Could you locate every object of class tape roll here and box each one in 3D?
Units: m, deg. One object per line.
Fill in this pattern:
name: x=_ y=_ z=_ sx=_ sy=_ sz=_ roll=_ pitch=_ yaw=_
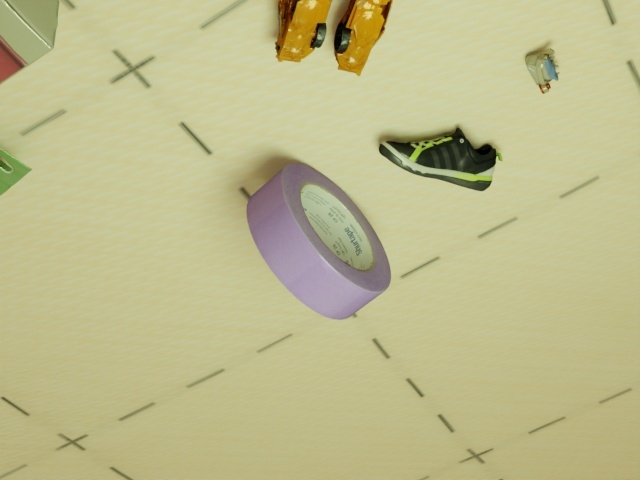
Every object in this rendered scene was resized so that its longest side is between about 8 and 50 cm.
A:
tape roll: x=0.000 y=0.000 z=1.659 sx=0.090 sy=0.274 sz=0.275 roll=-40 pitch=128 yaw=24

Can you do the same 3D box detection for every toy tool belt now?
toy tool belt: x=0.385 y=-0.288 z=1.623 sx=0.051 sy=0.052 sz=0.083 roll=-24 pitch=134 yaw=22

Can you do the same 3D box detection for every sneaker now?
sneaker: x=0.215 y=-0.161 z=1.707 sx=0.235 sy=0.084 sz=0.097 roll=13 pitch=105 yaw=-23

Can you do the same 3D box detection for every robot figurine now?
robot figurine: x=0.034 y=-0.391 z=1.434 sx=0.211 sy=0.085 sz=0.291 roll=7 pitch=131 yaw=-18

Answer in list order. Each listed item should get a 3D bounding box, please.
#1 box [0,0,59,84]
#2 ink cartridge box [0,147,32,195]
box: x=-0.507 y=-0.295 z=1.372 sx=0.232 sy=0.148 sz=0.127 roll=-30 pitch=130 yaw=15
ink cartridge box: x=-0.590 y=-0.106 z=1.590 sx=0.209 sy=0.062 sz=0.109 roll=-34 pitch=130 yaw=19
